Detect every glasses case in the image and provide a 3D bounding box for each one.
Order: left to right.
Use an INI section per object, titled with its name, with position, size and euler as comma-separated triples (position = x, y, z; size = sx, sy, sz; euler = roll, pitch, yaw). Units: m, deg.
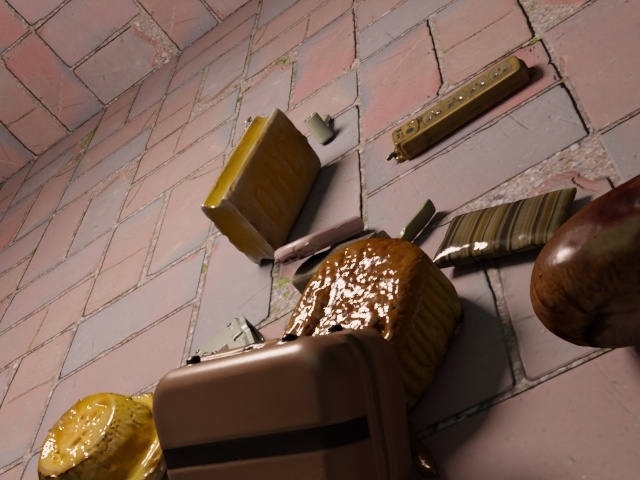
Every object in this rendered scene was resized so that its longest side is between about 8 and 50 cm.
[glasses case]
position = 0.032, 0.037, 1.354
size = 0.071, 0.047, 0.205
euler = -52, 15, -30

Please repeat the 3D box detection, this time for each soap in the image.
[soap]
position = -0.108, -0.107, 1.658
size = 0.089, 0.173, 0.274
euler = -16, 37, 37

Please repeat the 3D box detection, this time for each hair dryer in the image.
[hair dryer]
position = 0.004, -0.259, 1.871
size = 0.038, 0.063, 0.124
euler = -31, 16, 24

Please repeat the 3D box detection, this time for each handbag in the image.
[handbag]
position = -0.040, 0.252, 0.985
size = 0.301, 0.283, 0.149
euler = -17, -6, 35

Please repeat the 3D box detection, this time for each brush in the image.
[brush]
position = 0.126, 0.009, 1.337
size = 0.178, 0.033, 0.030
euler = -49, 34, -14

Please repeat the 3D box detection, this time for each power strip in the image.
[power strip]
position = 0.241, -0.232, 1.531
size = 0.305, 0.044, 0.064
euler = -33, 29, 17

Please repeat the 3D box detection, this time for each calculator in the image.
[calculator]
position = 0.000, 0.000, 1.439
size = 0.100, 0.032, 0.175
euler = -23, 1, 44

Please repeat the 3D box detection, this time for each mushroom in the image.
[mushroom]
position = 0.342, 0.037, 0.861
size = 0.267, 0.267, 0.255
euler = -12, 73, 44

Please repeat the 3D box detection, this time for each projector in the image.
[projector]
position = -0.141, 0.197, 1.378
size = 0.115, 0.061, 0.147
euler = -38, 28, 3

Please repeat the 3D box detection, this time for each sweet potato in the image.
[sweet potato]
position = 0.116, 0.249, 1.007
size = 0.026, 0.026, 0.115
euler = -40, 22, 3

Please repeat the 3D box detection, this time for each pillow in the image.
[pillow]
position = 0.255, -0.015, 1.200
size = 0.203, 0.038, 0.113
euler = -14, 35, 41

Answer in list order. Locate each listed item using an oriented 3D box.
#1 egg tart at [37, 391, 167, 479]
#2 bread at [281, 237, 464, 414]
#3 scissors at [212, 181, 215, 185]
[egg tart]
position = -0.355, 0.343, 1.390
size = 0.288, 0.118, 0.288
euler = -27, 30, 17
[bread]
position = 0.060, 0.121, 1.144
size = 0.227, 0.142, 0.253
euler = 0, 46, 42
[scissors]
position = -0.147, -0.157, 1.938
size = 0.242, 0.030, 0.118
euler = -21, 33, 27
